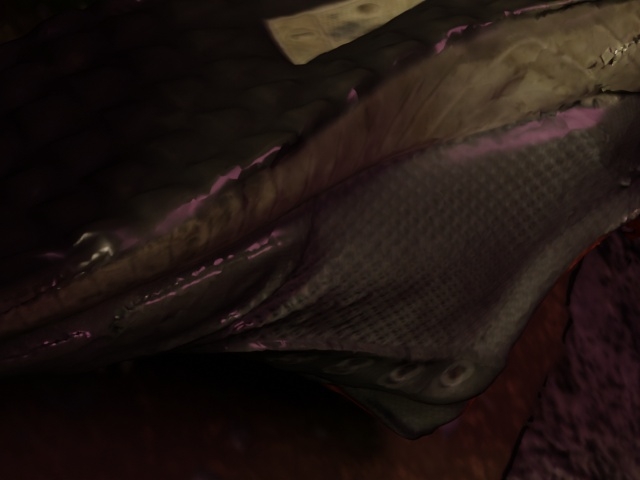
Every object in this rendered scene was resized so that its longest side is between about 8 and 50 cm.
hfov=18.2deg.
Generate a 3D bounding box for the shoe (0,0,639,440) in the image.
[{"bbox_3d":[0.000,0.000,0.684,0.336,0.132,0.171,-24,127,-29],"label":"shoe"}]
